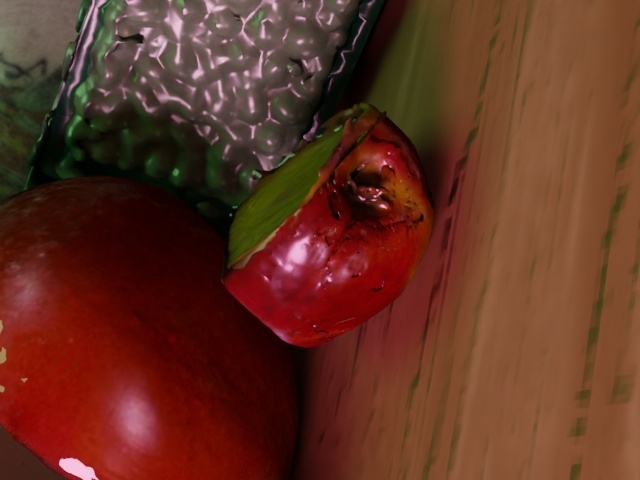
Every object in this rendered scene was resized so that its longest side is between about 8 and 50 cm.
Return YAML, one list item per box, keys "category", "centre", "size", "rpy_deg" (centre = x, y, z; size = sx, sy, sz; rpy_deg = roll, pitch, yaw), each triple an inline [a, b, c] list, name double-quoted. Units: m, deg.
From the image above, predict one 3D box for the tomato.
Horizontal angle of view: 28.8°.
- category: "tomato"
  centre: [-0.061, 0.032, 0.414]
  size: [0.091, 0.139, 0.159]
  rpy_deg: [-52, 22, -5]

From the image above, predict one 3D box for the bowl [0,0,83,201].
- category: "bowl"
  centre: [-0.235, -0.106, 0.927]
  size: [0.435, 0.196, 0.434]
  rpy_deg: [-163, 90, -71]

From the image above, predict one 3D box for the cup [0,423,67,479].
- category: "cup"
  centre: [-0.226, 0.125, 0.650]
  size: [0.274, 0.253, 0.253]
  rpy_deg: [-31, 45, 55]

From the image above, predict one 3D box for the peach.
- category: "peach"
  centre: [0.000, 0.000, 0.367]
  size: [0.083, 0.050, 0.077]
  rpy_deg: [-23, 28, 56]

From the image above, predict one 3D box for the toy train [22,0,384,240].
- category: "toy train"
  centre: [-0.037, -0.122, 0.485]
  size: [0.154, 0.115, 0.269]
  rpy_deg: [-99, 31, -64]
